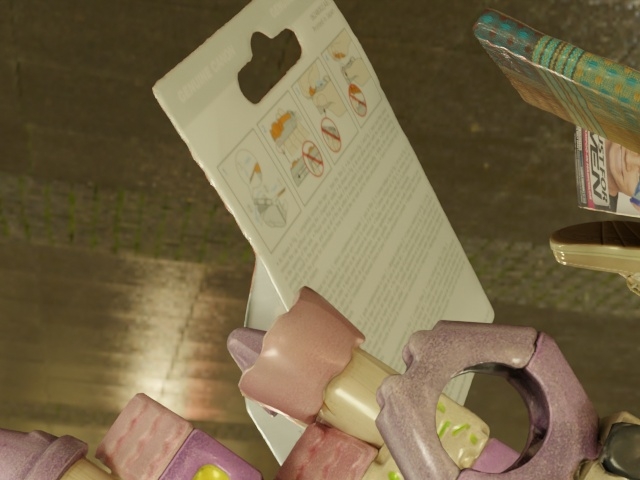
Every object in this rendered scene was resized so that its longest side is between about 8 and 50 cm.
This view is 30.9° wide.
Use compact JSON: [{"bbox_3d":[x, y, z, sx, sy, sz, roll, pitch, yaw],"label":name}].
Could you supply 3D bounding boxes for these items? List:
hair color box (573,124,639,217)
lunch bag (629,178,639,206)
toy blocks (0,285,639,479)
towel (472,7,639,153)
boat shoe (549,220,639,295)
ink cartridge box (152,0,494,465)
[{"bbox_3d":[0.511,-0.128,1.798,0.105,0.174,0.347,-7,-174,-11],"label":"hair color box"},{"bbox_3d":[0.442,-0.065,1.286,0.151,0.129,0.096,28,-168,19],"label":"lunch bag"},{"bbox_3d":[-0.056,0.145,0.554,0.260,0.289,0.309,33,167,5],"label":"toy blocks"},{"bbox_3d":[0.314,-0.079,0.939,0.370,0.040,0.271,28,-176,18],"label":"towel"},{"bbox_3d":[0.465,0.039,1.597,0.302,0.098,0.109,5,-159,2],"label":"boat shoe"},{"bbox_3d":[0.000,0.000,0.939,0.091,0.308,0.385,-20,110,30],"label":"ink cartridge box"}]
